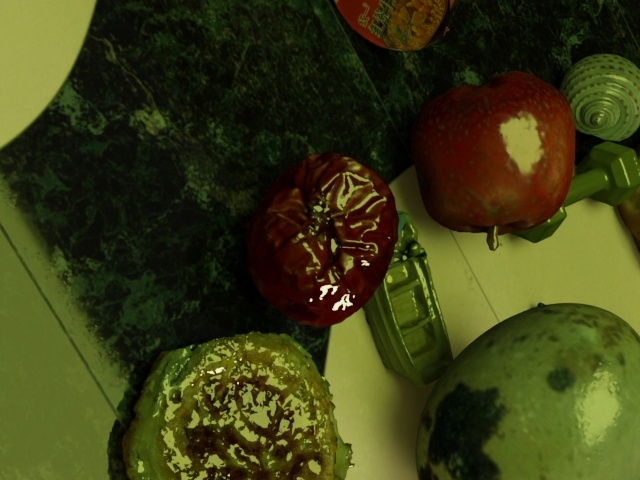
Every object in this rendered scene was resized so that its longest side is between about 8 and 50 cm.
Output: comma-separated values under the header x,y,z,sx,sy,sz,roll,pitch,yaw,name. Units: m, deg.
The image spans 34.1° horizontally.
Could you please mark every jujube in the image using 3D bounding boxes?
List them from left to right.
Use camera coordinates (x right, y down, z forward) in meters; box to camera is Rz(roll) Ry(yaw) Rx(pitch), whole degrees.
x,y,z,sx,sy,sz,roll,pitch,yaw,name
0.000,0.000,1.516,0.213,0.213,0.232,40,67,-22,jujube

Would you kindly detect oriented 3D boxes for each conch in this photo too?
x,y,z,sx,sy,sz,roll,pitch,yaw,name
0.538,-0.285,1.949,0.172,0.131,0.200,18,65,-1,conch

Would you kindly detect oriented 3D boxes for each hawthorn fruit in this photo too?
x,y,z,sx,sy,sz,roll,pitch,yaw,name
0.279,-0.129,1.680,0.275,0.275,0.299,7,78,-32,hawthorn fruit

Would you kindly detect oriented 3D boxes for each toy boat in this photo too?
x,y,z,sx,sy,sz,roll,pitch,yaw,name
0.128,0.093,1.657,0.111,0.084,0.276,-21,97,-37,toy boat

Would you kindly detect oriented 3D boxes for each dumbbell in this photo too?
x,y,z,sx,sy,sz,roll,pitch,yaw,name
0.456,-0.091,1.886,0.302,0.108,0.121,-21,94,-34,dumbbell

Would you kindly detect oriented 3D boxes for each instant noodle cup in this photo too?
x,y,z,sx,sy,sz,roll,pitch,yaw,name
0.145,-0.441,1.697,0.213,0.213,0.174,48,52,-18,instant noodle cup

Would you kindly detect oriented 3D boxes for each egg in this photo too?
x,y,z,sx,sy,sz,roll,pitch,yaw,name
0.332,0.291,1.564,0.345,0.428,0.345,28,23,-13,egg

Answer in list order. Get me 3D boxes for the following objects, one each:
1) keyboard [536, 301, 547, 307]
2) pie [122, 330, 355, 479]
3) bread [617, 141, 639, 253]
x,y,z,sx,sy,sz,roll,pitch,yaw,name
0.382,0.214,1.829,0.061,0.013,0.204,24,74,-20,keyboard
-0.102,0.277,1.459,0.355,0.103,0.288,-1,76,-31,pie
0.748,-0.081,2.053,0.337,0.148,0.328,-35,101,-33,bread
